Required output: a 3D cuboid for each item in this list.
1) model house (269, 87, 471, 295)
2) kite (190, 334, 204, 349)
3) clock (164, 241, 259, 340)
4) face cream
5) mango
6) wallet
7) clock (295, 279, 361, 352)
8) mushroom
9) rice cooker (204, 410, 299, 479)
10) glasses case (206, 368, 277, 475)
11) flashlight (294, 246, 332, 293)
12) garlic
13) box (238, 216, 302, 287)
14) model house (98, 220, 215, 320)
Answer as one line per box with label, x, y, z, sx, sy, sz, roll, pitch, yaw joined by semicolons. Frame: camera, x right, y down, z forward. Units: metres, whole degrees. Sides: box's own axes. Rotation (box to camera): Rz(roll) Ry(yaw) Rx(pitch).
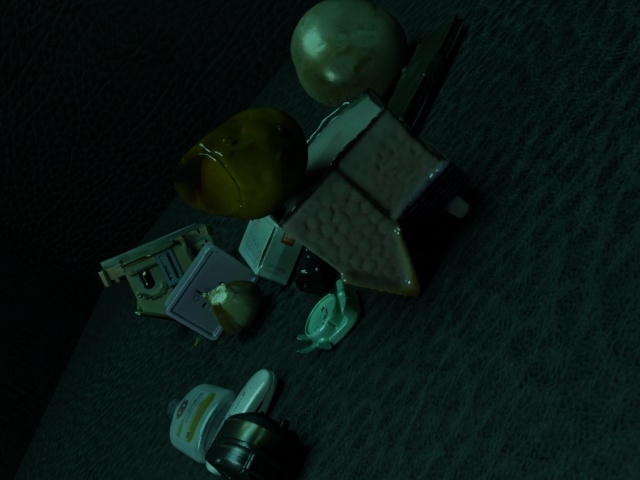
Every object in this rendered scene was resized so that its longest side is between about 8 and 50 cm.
model house;0.082;-0.064;1.059;0.237;0.237;0.202;-48;19;6
kite;-0.303;0.235;1.817;0.122;0.004;0.090;-57;20;-5
clock;-0.262;0.122;1.687;0.197;0.150;0.063;-56;22;0
face cream;-0.242;0.349;1.383;0.144;0.071;0.291;-61;19;-17
mango;-0.103;-0.099;0.983;0.166;0.136;0.236;-46;10;-32
wallet;0.203;-0.333;1.497;0.169;0.044;0.317;-27;32;61
clock;0.011;0.137;1.177;0.135;0.041;0.101;-50;20;15
mushroom;0.070;-0.437;1.750;0.292;0.292;0.290;-61;-12;-18
rice cooker;-0.103;0.317;1.047;0.165;0.112;0.106;-30;25;51
glasses case;-0.137;0.316;1.222;0.197;0.049;0.076;-59;20;-11
flashlight;0.000;0.000;1.371;0.093;0.093;0.232;-35;30;44
garlic;-0.194;0.150;1.552;0.206;0.128;0.115;162;98;-69
box;-0.114;0.004;1.599;0.135;0.079;0.269;-68;18;4
model house;-0.418;0.116;1.955;0.326;0.244;0.169;-24;18;-12
